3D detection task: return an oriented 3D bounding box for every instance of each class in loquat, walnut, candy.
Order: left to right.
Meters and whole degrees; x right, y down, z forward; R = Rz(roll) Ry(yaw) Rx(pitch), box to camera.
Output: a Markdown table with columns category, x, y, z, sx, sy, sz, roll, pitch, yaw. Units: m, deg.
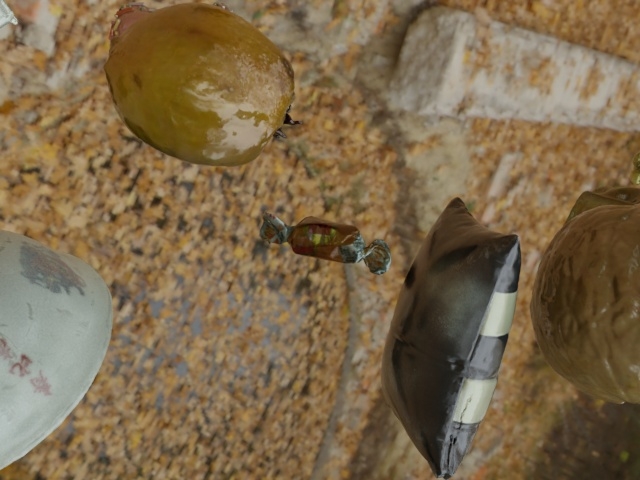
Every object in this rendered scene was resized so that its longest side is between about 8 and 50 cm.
| category | x | y | z | sx | sy | sz | roll | pitch | yaw |
| --- | --- | --- | --- | --- | --- | --- | --- | --- | --- |
| loquat | -0.130 | -0.177 | 1.104 | 0.187 | 0.234 | 0.176 | -76 | -172 | -49 |
| candy | 0.000 | 0.000 | 1.184 | 0.046 | 0.182 | 0.053 | -18 | 119 | -65 |
| walnut | 0.341 | 0.067 | 1.047 | 0.228 | 0.228 | 0.228 | -46 | 149 | -39 |

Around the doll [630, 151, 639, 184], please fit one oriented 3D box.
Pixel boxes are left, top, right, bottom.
| category | x | y | z | sx | sy | sz | roll | pitch | yaw |
| --- | --- | --- | --- | --- | --- | --- | --- | --- | --- |
| doll | 0.608 | -0.082 | 1.430 | 0.086 | 0.291 | 0.117 | 82 | 23 | -46 |

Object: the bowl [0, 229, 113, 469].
| category | x | y | z | sx | sy | sz | roll | pitch | yaw |
| --- | --- | --- | --- | --- | --- | --- | --- | --- | --- |
| bowl | -0.528 | 0.112 | 1.348 | 0.435 | 0.435 | 0.196 | -53 | 140 | -28 |

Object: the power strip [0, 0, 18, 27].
| category | x | y | z | sx | sy | sz | roll | pitch | yaw |
| --- | --- | --- | --- | --- | --- | --- | --- | --- | --- |
| power strip | -0.455 | -0.347 | 1.222 | 0.035 | 0.081 | 0.192 | -39 | 113 | -9 |

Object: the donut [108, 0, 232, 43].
| category | x | y | z | sx | sy | sz | roll | pitch | yaw |
| --- | --- | --- | --- | --- | --- | --- | --- | --- | --- |
| donut | -0.256 | -0.369 | 1.691 | 0.199 | 0.233 | 0.085 | -101 | -170 | -68 |

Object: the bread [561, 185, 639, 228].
| category | x | y | z | sx | sy | sz | roll | pitch | yaw |
| --- | --- | --- | --- | --- | --- | --- | --- | --- | --- |
| bread | 0.542 | 0.018 | 1.649 | 0.196 | 0.252 | 0.238 | 29 | 91 | -51 |

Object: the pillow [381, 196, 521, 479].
| category | x | y | z | sx | sy | sz | roll | pitch | yaw |
| --- | --- | --- | --- | --- | --- | --- | --- | --- | --- |
| pillow | 0.128 | 0.089 | 0.977 | 0.186 | 0.106 | 0.250 | -132 | -125 | -73 |
